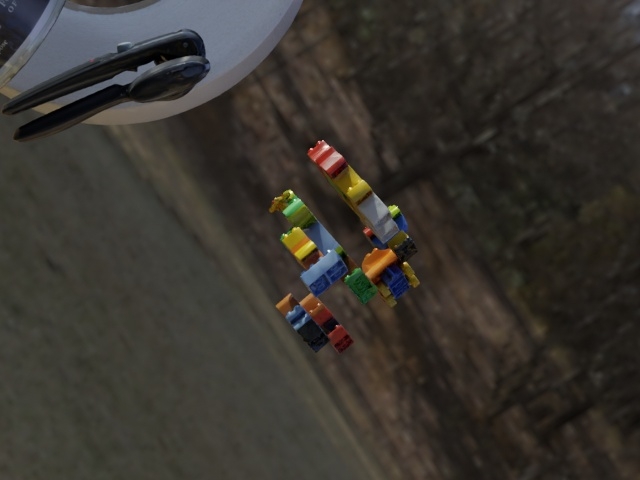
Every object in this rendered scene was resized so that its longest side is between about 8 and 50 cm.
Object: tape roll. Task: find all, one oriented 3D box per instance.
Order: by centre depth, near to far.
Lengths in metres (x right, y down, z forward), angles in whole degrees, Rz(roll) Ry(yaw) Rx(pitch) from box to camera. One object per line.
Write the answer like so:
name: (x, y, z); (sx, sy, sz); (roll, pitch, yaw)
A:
tape roll: (-0.193, -0.302, 1.571); (0.392, 0.392, 0.072); (58, -4, 8)

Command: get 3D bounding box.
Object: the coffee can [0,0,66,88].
coffee can: (-0.350, -0.246, 1.286); (0.275, 0.201, 0.201); (38, 13, -40)

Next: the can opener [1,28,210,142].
can opener: (-0.183, -0.133, 1.444); (0.073, 0.186, 0.059); (-16, 90, -83)

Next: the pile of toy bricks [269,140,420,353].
pile of toy bricks: (0.000, 0.000, 1.287); (0.105, 0.118, 0.212); (49, -3, 20)
